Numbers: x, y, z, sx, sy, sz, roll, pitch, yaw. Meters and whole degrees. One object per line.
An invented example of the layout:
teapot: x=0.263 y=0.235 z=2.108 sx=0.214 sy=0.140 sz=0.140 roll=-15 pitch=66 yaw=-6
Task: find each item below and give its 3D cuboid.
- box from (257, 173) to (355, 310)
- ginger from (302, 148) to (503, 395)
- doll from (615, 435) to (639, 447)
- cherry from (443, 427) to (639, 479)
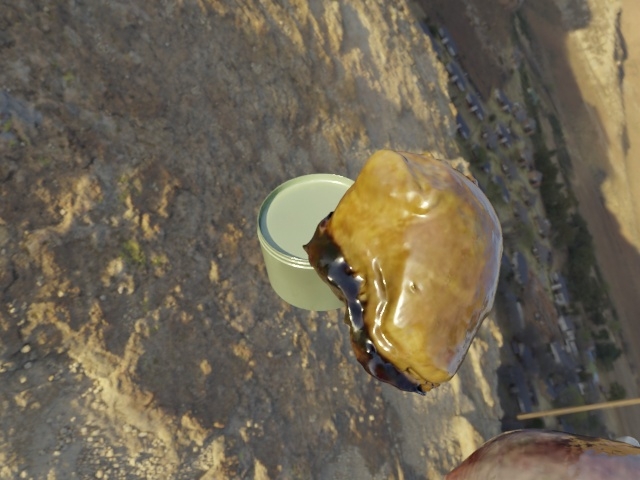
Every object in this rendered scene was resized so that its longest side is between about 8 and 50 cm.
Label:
box: x=0.000 y=0.000 z=1.031 sx=0.149 sy=0.226 sz=0.226 roll=84 pitch=11 yaw=-49
ginger: x=0.127 y=0.024 z=0.671 sx=0.200 sy=0.223 sz=0.269 roll=18 pitch=33 yaw=-54
doll: x=0.493 y=0.485 z=0.998 sx=0.160 sy=0.242 sz=0.310 roll=-9 pitch=107 yaw=-20
cherry: x=0.208 y=0.239 z=0.373 sx=0.266 sy=0.213 sz=0.183 roll=28 pitch=49 yaw=21
